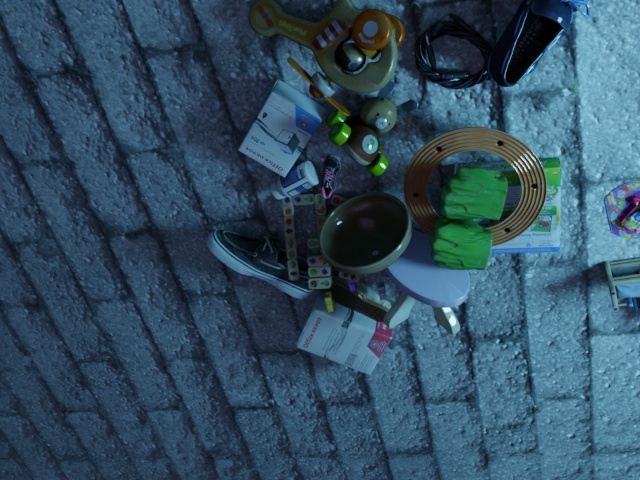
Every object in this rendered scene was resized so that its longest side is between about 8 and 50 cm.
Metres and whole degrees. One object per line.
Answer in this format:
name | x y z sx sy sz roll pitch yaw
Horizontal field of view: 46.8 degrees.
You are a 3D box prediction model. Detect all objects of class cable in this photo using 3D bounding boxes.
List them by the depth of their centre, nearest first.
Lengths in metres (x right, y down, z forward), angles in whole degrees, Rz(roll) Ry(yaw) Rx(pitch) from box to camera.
cable | 0.299 -0.401 1.631 0.184 0.047 0.150 34 124 -14

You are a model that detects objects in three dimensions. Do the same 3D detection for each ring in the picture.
ring | 0.366 -0.124 1.765 0.336 0.032 0.337 6 126 8

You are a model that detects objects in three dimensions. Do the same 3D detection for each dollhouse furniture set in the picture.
dollhouse furniture set | 0.805 0.153 1.868 0.129 0.129 0.184 -10 123 19

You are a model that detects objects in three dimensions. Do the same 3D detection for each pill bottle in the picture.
pill bottle | -0.067 -0.150 1.885 0.120 0.067 0.067 -25 117 27

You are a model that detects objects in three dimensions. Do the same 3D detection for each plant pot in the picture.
plant pot | 0.124 0.003 1.848 0.237 0.237 0.110 -10 140 20

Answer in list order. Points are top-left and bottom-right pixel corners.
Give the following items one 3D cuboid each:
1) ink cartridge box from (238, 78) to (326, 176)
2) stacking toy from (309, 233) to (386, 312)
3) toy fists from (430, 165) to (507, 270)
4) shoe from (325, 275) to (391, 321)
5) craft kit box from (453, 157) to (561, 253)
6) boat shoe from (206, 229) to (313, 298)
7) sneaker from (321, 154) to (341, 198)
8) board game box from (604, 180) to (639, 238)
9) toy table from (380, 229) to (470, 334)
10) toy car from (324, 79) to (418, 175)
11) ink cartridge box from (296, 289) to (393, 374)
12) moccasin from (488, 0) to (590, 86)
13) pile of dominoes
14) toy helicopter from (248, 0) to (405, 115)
ink cartridge box | -0.094 -0.270 1.796 0.139 0.082 0.191 30 125 -9
stacking toy | 0.075 0.076 1.984 0.167 0.052 0.221 -12 106 9
toy fists | 0.339 -0.050 1.748 0.142 0.096 0.279 5 125 -3
shoe | 0.105 0.156 2.080 0.219 0.058 0.076 30 136 -6
craft kit box | 0.462 -0.080 1.826 0.249 0.061 0.247 -2 128 14
boat shoe | -0.145 0.039 2.026 0.335 0.121 0.119 26 120 -20
sneaker | 0.022 -0.158 1.866 0.047 0.057 0.119 10 126 8
board game box | 0.764 -0.064 1.780 0.133 0.033 0.169 -12 122 20
toy table | 0.267 0.111 1.911 0.252 0.274 0.161 -20 137 -14
toy car | 0.131 -0.276 1.714 0.155 0.149 0.188 36 114 -28
ink cartridge box | 0.070 0.266 2.136 0.237 0.100 0.172 21 127 -4
moccasin | 0.470 -0.454 1.491 0.137 0.117 0.342 20 119 -10
pile of dominoes | 0.000 0.000 1.934 0.196 0.040 0.251 -3 101 10
toy helicopter | -0.004 -0.425 1.623 0.355 0.140 0.235 25 109 14
